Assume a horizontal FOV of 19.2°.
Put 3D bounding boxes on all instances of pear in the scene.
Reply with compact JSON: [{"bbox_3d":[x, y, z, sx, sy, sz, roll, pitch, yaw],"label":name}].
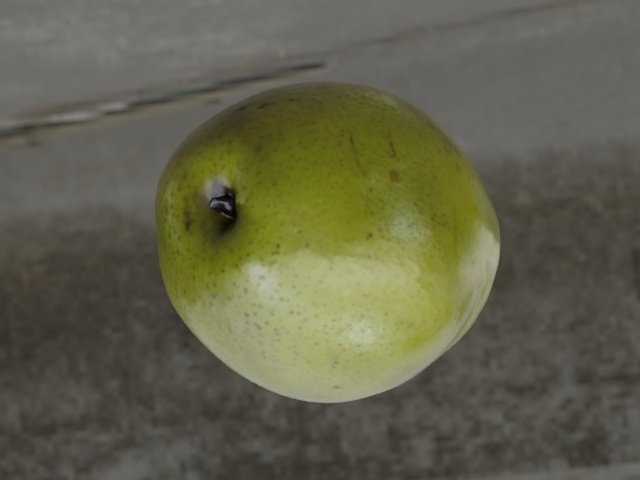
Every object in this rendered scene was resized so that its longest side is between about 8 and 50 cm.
[{"bbox_3d":[0.000,0.000,1.573,0.294,0.294,0.294,-7,178,0],"label":"pear"}]
